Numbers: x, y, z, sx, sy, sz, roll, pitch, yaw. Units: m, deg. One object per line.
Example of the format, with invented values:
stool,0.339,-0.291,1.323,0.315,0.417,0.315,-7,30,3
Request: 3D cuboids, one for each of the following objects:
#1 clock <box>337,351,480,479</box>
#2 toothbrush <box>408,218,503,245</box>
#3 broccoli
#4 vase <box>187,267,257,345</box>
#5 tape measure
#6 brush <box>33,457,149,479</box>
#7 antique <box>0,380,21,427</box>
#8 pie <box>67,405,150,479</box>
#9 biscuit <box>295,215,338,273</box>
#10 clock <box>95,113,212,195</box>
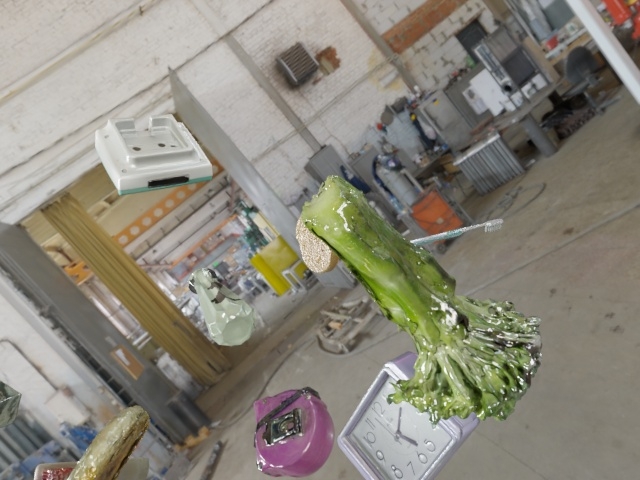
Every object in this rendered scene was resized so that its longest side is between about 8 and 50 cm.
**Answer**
clock,0.124,0.283,0.653,0.073,0.145,0.193,-3,-54,-48
toothbrush,0.166,-0.005,0.565,0.167,0.014,0.011,-13,28,-15
broccoli,0.098,0.054,0.446,0.146,0.304,0.164,-35,21,33
vase,-0.355,0.223,1.526,0.165,0.165,0.360,-41,39,-11
tape measure,-0.088,0.548,1.242,0.246,0.149,0.231,-29,39,15
brush,-0.531,0.567,1.054,0.050,0.060,0.321,-8,-25,23
antique,-0.816,0.408,1.026,0.088,0.086,0.183,-70,-16,9
pie,-0.459,0.481,0.925,0.274,0.055,0.274,-64,-3,0
biscuit,0.003,-0.001,1.126,0.050,0.170,0.170,-13,-11,-35
clock,-0.470,-0.251,1.228,0.263,0.231,0.116,-17,-40,-32
